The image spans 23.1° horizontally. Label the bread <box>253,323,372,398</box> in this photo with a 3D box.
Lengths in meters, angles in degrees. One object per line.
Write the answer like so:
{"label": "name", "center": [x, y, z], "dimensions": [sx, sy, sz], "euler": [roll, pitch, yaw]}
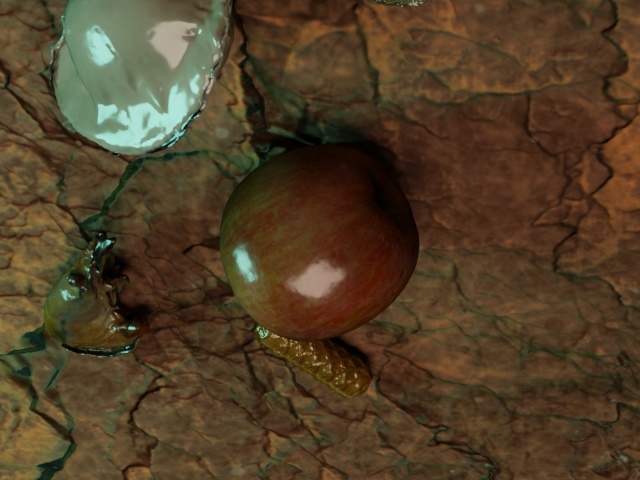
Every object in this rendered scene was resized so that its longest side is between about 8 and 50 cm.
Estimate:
{"label": "bread", "center": [-0.007, 0.127, 1.743], "dimensions": [0.157, 0.044, 0.052], "euler": [34, 134, -22]}

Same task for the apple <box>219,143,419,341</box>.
{"label": "apple", "center": [0.000, 0.000, 1.524], "dimensions": [0.174, 0.188, 0.188], "euler": [-31, 123, 21]}

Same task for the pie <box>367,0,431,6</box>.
{"label": "pie", "center": [0.064, -0.280, 1.351], "dimensions": [0.187, 0.041, 0.187], "euler": [3, 133, 3]}

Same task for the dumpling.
{"label": "dumpling", "center": [-0.149, -0.165, 1.404], "dimensions": [0.142, 0.172, 0.247], "euler": [7, 150, -45]}

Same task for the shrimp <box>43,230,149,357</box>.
{"label": "shrimp", "center": [-0.227, 0.048, 1.684], "dimensions": [0.117, 0.066, 0.262], "euler": [7, 150, -21]}
